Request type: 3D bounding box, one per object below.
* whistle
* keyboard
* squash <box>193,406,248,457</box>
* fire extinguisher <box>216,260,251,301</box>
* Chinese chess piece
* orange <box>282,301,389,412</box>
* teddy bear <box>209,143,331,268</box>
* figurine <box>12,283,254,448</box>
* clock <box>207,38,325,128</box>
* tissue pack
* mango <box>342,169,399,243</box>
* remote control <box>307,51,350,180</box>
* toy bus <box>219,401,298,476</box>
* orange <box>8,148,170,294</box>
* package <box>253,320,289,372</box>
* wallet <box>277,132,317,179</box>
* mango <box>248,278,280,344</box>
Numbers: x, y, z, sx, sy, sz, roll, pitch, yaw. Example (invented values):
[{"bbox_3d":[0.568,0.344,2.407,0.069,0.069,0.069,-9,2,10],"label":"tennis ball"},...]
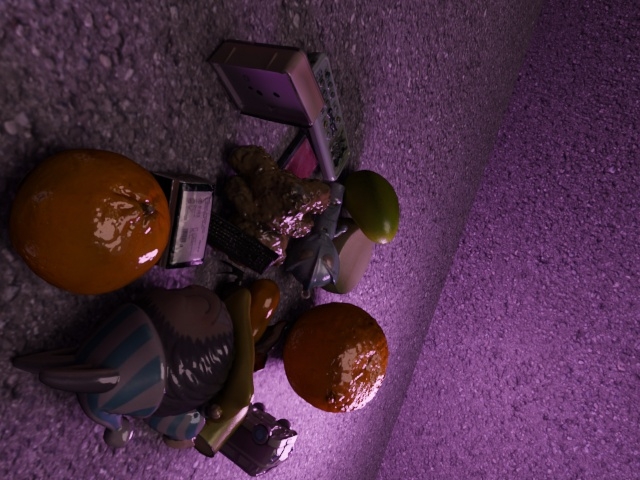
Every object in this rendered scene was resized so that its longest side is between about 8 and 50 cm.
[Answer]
[{"bbox_3d":[-0.001,0.000,1.340,0.133,0.143,0.345,58,45,-67],"label":"whistle"},{"bbox_3d":[-0.184,0.004,0.980,0.074,0.197,0.015,-48,-159,22],"label":"keyboard"},{"bbox_3d":[-0.250,0.442,1.188,0.187,0.123,0.122,-40,139,-42],"label":"squash"},{"bbox_3d":[-0.225,0.181,1.124,0.072,0.089,0.267,-111,-144,-75],"label":"fire extinguisher"},{"bbox_3d":[0.071,0.049,1.511,0.250,0.101,0.250,-38,138,-44],"label":"Chinese chess piece"},{"bbox_3d":[0.039,0.352,1.456,0.341,0.294,0.340,-10,104,-44],"label":"orange"},{"bbox_3d":[-0.120,-0.048,1.049,0.267,0.156,0.256,23,117,-29],"label":"teddy bear"},{"bbox_3d":[-0.349,0.230,0.876,0.378,0.266,0.361,16,123,-30],"label":"figurine"},{"bbox_3d":[-0.101,-0.301,0.903,0.071,0.192,0.147,-61,150,-18],"label":"clock"},{"bbox_3d":[-0.267,-0.039,0.890,0.103,0.091,0.170,-8,116,-58],"label":"tissue pack"},{"bbox_3d":[0.152,-0.114,1.416,0.185,0.149,0.273,48,19,-24],"label":"mango"},{"bbox_3d":[0.006,-0.306,1.210,0.127,0.066,0.335,-64,152,-31],"label":"remote control"},{"bbox_3d":[-0.179,0.539,1.287,0.142,0.203,0.142,29,85,-61],"label":"toy bus"},{"bbox_3d":[-0.330,-0.027,0.697,0.219,0.193,0.219,-8,102,-46],"label":"orange"},{"bbox_3d":[-0.177,0.296,1.184,0.040,0.166,0.231,47,47,-18],"label":"package"},{"bbox_3d":[-0.087,-0.149,1.198,0.232,0.025,0.119,-58,150,-20],"label":"wallet"},{"bbox_3d":[-0.161,0.181,1.199,0.115,0.090,0.177,-90,-162,-82],"label":"mango"}]
